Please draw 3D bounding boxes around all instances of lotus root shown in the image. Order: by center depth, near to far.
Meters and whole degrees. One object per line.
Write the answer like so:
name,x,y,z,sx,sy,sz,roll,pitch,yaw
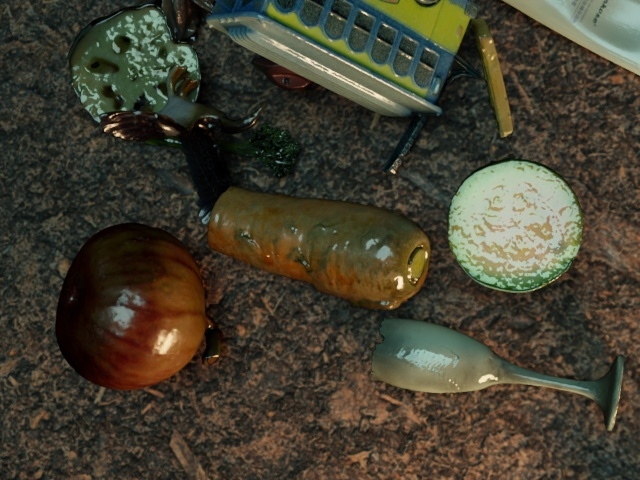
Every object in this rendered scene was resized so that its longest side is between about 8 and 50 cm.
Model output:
lotus root,-0.266,-0.254,1.313,0.204,0.078,0.183,-8,100,13

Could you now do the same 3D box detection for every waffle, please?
waffle,0.238,-0.226,1.218,0.023,0.097,0.152,-15,112,10

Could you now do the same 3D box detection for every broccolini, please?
broccolini,-0.154,-0.144,1.288,0.255,0.057,0.071,8,47,12

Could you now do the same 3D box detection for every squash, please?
squash,0.251,-0.014,1.135,0.170,0.123,0.170,-1,83,13

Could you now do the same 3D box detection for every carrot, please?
carrot,0.000,0.000,1.194,0.302,0.139,0.138,18,88,21

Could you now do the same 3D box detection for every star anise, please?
star anise,-0.199,-0.392,1.308,0.212,0.073,0.196,7,94,24

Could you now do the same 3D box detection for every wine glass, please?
wine glass,0.205,0.247,1.113,0.310,0.096,0.264,9,75,15

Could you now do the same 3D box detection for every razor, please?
razor,0.146,-0.173,1.230,0.066,0.033,0.190,30,96,-26

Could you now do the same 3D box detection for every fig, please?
fig,-0.258,0.095,1.218,0.235,0.214,0.234,6,100,37

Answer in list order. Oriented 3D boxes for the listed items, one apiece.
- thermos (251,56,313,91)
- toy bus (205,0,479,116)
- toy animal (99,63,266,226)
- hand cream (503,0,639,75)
thermos,0.015,-0.365,1.252,0.110,0.136,0.330,21,89,43
toy bus,0.035,-0.291,1.122,0.152,0.312,0.190,16,87,56
toy animal,-0.176,-0.169,1.202,0.197,0.272,0.160,-34,61,13
hand cream,0.373,-0.305,1.176,0.321,0.067,0.109,28,90,11
